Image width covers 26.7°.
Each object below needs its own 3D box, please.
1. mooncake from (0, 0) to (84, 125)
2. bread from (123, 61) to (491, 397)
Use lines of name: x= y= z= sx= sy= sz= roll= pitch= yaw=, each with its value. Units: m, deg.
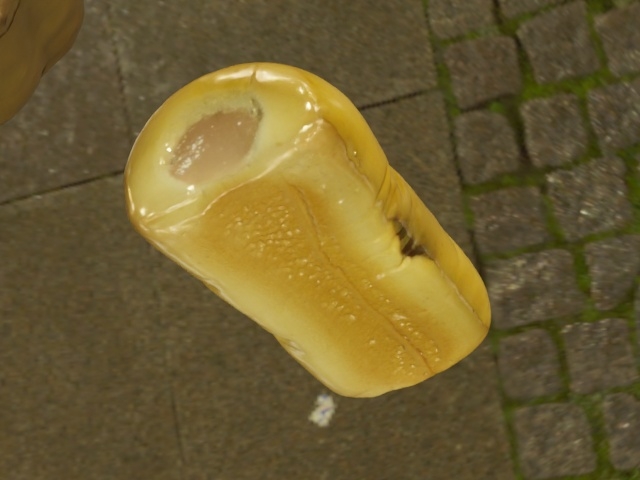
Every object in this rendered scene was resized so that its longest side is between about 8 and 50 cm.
mooncake: x=-0.281 y=-0.193 z=0.718 sx=0.324 sy=0.187 sz=0.324 roll=1 pitch=77 yaw=-5
bread: x=0.000 y=0.000 z=0.839 sx=0.142 sy=0.305 sz=0.091 roll=-24 pitch=54 yaw=15
